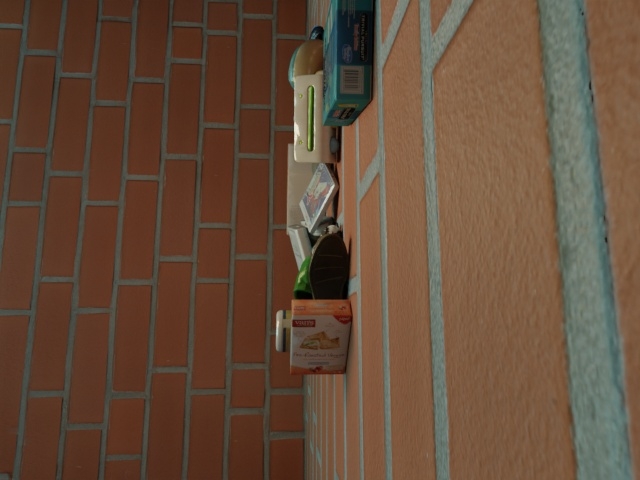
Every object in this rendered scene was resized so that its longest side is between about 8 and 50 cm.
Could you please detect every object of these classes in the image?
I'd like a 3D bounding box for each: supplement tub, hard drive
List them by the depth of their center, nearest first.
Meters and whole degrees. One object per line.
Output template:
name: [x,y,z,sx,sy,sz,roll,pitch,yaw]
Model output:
supplement tub: [-0.053,0.313,1.663,0.144,0.200,0.144,-179,90,-86]
hard drive: [-0.046,0.118,1.829,0.233,0.047,0.353,-160,55,-77]

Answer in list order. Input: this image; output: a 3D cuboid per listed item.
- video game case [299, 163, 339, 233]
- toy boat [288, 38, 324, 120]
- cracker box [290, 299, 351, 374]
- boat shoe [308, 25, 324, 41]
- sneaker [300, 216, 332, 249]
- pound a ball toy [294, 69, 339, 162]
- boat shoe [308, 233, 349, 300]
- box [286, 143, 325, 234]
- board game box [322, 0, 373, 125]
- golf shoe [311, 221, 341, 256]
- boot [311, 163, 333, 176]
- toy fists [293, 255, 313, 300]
video game case: [-0.009,-0.155,1.669,0.201,0.023,0.183,-61,29,28]
toy boat: [-0.048,-0.576,1.800,0.267,0.148,0.318,-55,-34,-49]
cracker box: [-0.004,0.267,1.310,0.067,0.156,0.232,-96,7,-56]
boat shoe: [-0.032,-0.857,2.239,0.089,0.109,0.258,-100,9,-50]
sneaker: [0.000,0.000,1.824,0.292,0.108,0.169,-151,47,-80]
pound a ball toy: [0.014,-0.419,1.601,0.208,0.136,0.319,-20,-67,-67]
boat shoe: [0.018,0.116,1.357,0.104,0.111,0.307,-104,16,-70]
box: [-0.062,-0.217,2.091,0.215,0.168,0.345,-94,7,-47]
board game box: [0.057,-0.425,1.141,0.336,0.079,0.253,-131,41,-84]
golf shoe: [0.020,0.001,1.459,0.198,0.077,0.094,-72,-4,-69]
boot: [-0.029,-0.348,1.761,0.161,0.083,0.246,42,-141,-47]
toy fists: [-0.008,0.156,1.525,0.279,0.096,0.142,69,-153,-53]
